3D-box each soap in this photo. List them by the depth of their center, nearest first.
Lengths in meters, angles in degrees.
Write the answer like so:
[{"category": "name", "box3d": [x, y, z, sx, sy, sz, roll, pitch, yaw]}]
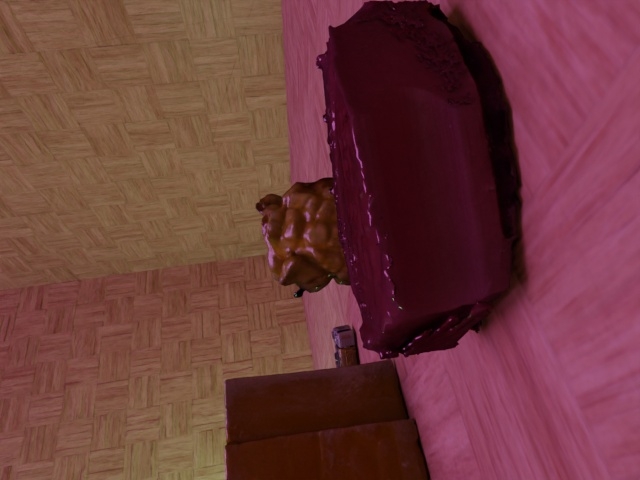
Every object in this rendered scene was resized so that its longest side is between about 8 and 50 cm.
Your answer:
[{"category": "soap", "box3d": [0.072, -0.044, 0.368, 0.182, 0.112, 0.289, -163, 64, -86]}, {"category": "soap", "box3d": [0.001, 0.318, 0.648, 0.143, 0.281, 0.259, 97, 165, -57]}]

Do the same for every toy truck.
[{"category": "toy truck", "box3d": [0.064, 0.273, 1.046, 0.063, 0.052, 0.123, -156, 57, -77]}]

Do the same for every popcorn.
[{"category": "popcorn", "box3d": [0.000, -0.002, 0.660, 0.218, 0.189, 0.169, 114, 151, -75]}]
